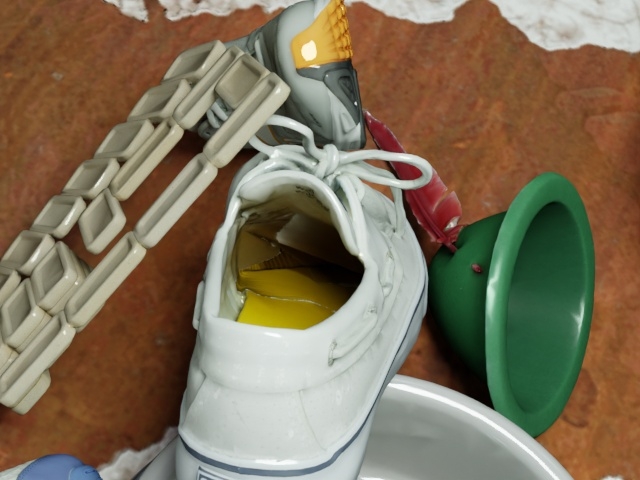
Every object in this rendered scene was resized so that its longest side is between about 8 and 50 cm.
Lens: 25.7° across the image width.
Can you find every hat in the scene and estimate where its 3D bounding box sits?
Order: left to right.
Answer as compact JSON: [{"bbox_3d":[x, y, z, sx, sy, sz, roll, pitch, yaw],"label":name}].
[{"bbox_3d":[0.077,0.030,0.969,0.183,0.173,0.208,5,29,30],"label":"hat"}]

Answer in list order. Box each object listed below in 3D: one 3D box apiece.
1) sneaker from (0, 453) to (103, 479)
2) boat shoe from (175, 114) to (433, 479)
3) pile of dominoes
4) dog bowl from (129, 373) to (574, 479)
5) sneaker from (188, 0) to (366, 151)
[{"bbox_3d":[-0.268,0.170,0.776,0.296,0.112,0.131,-23,66,-24],"label":"sneaker"},{"bbox_3d":[-0.009,0.000,0.820,0.136,0.156,0.367,7,24,9],"label":"boat shoe"},{"bbox_3d":[-0.116,-0.011,0.845,0.040,0.196,0.251,41,94,-25],"label":"pile of dominoes"},{"bbox_3d":[0.022,0.231,0.806,0.349,0.102,0.349,6,57,-9],"label":"dog bowl"},{"bbox_3d":[-0.040,-0.097,0.928,0.121,0.262,0.099,-8,89,-5],"label":"sneaker"}]
